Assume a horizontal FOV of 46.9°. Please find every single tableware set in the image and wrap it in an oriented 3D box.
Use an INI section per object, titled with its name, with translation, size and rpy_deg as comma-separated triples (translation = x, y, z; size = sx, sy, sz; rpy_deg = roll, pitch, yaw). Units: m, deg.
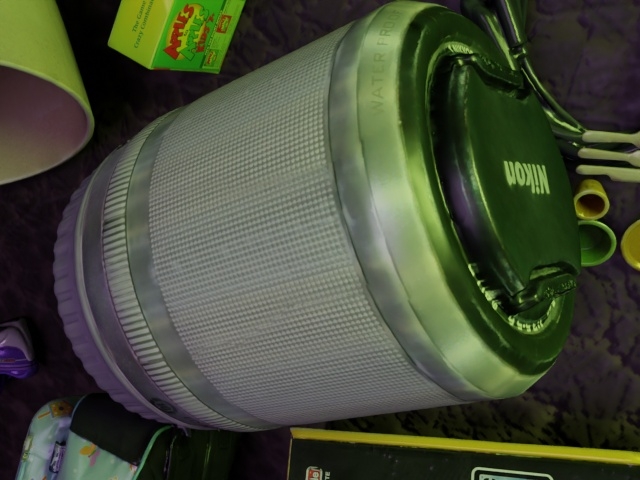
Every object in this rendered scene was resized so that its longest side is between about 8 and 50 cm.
[tableware set]
translation = 0.228, -0.014, 0.452
size = 0.154, 0.024, 0.104
rpy_deg = 7, 127, 13

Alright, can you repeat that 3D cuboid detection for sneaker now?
[sneaker]
translation = -0.354, 0.133, 0.740
size = 0.170, 0.068, 0.071
rpy_deg = -17, 98, 25

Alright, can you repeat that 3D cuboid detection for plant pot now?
[plant pot]
translation = -0.331, -0.206, 0.584
size = 0.256, 0.256, 0.274
rpy_deg = -19, 75, 26

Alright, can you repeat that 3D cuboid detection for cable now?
[cable]
translation = 0.181, -0.131, 0.463
size = 0.150, 0.047, 0.184
rpy_deg = -29, 91, 18

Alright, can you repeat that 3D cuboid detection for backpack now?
[backpack]
translation = -0.161, 0.215, 0.597
size = 0.144, 0.166, 0.188
rpy_deg = 11, 88, 20

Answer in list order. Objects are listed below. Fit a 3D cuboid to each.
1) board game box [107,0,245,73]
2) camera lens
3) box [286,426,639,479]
[board game box]
translation = -0.082, -0.214, 0.533
size = 0.043, 0.092, 0.181
rpy_deg = 31, 111, 17
[camera lens]
translation = 0.000, 0.000, 0.457
size = 0.274, 0.219, 0.219
rpy_deg = -17, 93, 34
[box]
translation = 0.092, 0.299, 0.493
size = 0.257, 0.079, 0.322
rpy_deg = -2, 73, 23
